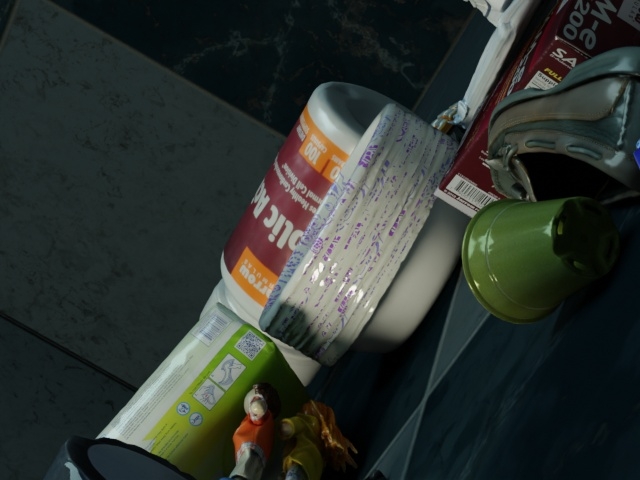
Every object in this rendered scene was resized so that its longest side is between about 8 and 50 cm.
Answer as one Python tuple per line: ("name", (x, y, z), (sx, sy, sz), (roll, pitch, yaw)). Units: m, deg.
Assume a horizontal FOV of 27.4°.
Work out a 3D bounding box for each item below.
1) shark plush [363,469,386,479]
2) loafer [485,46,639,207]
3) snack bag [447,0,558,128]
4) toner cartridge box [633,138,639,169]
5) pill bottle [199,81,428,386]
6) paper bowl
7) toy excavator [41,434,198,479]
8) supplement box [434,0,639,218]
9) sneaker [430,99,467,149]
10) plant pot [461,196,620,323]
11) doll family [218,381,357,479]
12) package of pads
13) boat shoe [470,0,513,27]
("shark plush", (-0.001, 0.251, 1.058), (0.067, 0.073, 0.161), (74, -149, -50))
("loafer", (0.162, -0.053, 0.874), (0.267, 0.096, 0.084), (139, 155, -76))
("snack bag", (0.253, -0.273, 1.262), (0.342, 0.037, 0.323), (-52, -5, -9))
("toner cartridge box", (0.187, -0.035, 0.394), (0.165, 0.075, 0.348), (-58, 4, 19))
("pill bottle", (0.000, 0.000, 1.801), (0.392, 0.224, 0.224), (-59, 3, 24))
("paper bowl", (0.062, 0.006, 1.415), (0.284, 0.148, 0.284), (-60, 2, 4))
("toy excavator", (-0.097, 0.270, 0.471), (0.222, 0.433, 0.445), (-60, -25, 6))
("supplement box", (0.197, -0.127, 1.156), (0.130, 0.073, 0.239), (-61, 3, -37))
("sneaker", (0.145, -0.084, 1.593), (0.215, 0.083, 0.084), (-55, 3, 3))
("plant pot", (0.144, 0.006, 0.819), (0.083, 0.083, 0.079), (-61, 16, -22))
("doll family", (-0.031, 0.250, 1.271), (0.163, 0.118, 0.263), (-73, -6, -49))
("package of pads", (-0.114, 0.222, 1.381), (0.229, 0.101, 0.296), (-49, -28, -13))
("boat shoe", (0.164, -0.262, 1.230), (0.095, 0.084, 0.258), (-54, -5, 6))
